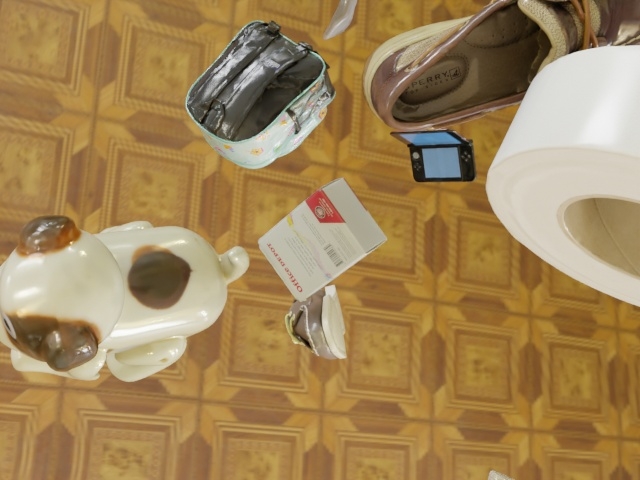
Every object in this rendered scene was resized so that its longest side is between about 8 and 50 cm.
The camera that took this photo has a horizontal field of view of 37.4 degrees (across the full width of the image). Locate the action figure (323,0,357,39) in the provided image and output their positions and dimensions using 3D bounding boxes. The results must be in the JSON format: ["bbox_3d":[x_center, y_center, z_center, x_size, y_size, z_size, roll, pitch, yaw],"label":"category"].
[{"bbox_3d":[-0.065,-0.368,0.976,0.341,0.178,0.330,-5,56,-57],"label":"action figure"}]

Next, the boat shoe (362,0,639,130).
[{"bbox_3d":[0.205,-0.183,0.864,0.342,0.123,0.123,-19,109,4],"label":"boat shoe"}]

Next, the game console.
[{"bbox_3d":[0.222,-0.166,1.867,0.085,0.144,0.124,-27,113,-49],"label":"game console"}]

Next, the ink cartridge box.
[{"bbox_3d":[0.000,0.000,1.534,0.127,0.175,0.072,55,40,3],"label":"ink cartridge box"}]

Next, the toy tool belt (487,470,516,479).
[{"bbox_3d":[0.335,0.453,1.700,0.083,0.052,0.051,23,91,7],"label":"toy tool belt"}]

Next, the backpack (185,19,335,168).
[{"bbox_3d":[-0.091,-0.198,1.365,0.166,0.144,0.188,38,73,23],"label":"backpack"}]

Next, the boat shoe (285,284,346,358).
[{"bbox_3d":[-0.011,0.150,1.706,0.097,0.324,0.116,-13,97,3],"label":"boat shoe"}]

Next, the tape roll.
[{"bbox_3d":[0.288,-0.036,0.792,0.286,0.286,0.100,33,72,-16],"label":"tape roll"}]

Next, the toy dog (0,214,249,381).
[{"bbox_3d":[-0.345,0.098,1.503,0.408,0.396,0.284,5,81,-65],"label":"toy dog"}]
